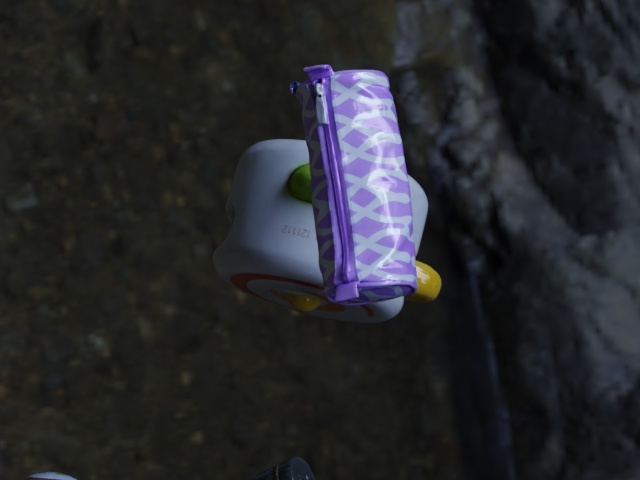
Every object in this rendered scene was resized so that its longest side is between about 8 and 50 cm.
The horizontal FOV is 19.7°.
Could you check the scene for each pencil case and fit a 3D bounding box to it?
[{"bbox_3d":[0.030,-0.047,1.540,0.088,0.086,0.206,22,56,-66],"label":"pencil case"}]

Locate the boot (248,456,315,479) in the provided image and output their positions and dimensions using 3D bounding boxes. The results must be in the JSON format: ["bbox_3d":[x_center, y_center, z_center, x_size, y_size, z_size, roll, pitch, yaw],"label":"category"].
[{"bbox_3d":[-0.054,0.361,2.090,0.077,0.137,0.198,22,50,-59],"label":"boot"}]

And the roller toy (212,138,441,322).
[{"bbox_3d":[0.000,0.000,1.778,0.209,0.191,0.146,28,72,-45],"label":"roller toy"}]

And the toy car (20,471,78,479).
[{"bbox_3d":[-0.296,0.222,1.570,0.188,0.155,0.149,43,87,6],"label":"toy car"}]
